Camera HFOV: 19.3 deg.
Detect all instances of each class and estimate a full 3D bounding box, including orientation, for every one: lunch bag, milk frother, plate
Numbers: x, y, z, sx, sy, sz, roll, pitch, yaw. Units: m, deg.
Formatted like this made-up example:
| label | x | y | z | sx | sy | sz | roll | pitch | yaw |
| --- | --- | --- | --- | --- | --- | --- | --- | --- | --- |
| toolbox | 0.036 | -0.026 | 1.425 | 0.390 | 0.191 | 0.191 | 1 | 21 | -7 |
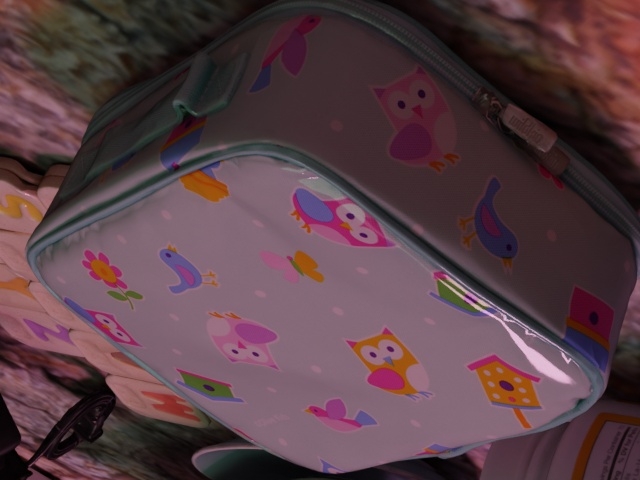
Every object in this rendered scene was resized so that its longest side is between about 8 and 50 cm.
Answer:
| label | x | y | z | sx | sy | sz | roll | pitch | yaw |
| --- | --- | --- | --- | --- | --- | --- | --- | --- | --- |
| lunch bag | 0.000 | 0.000 | 0.864 | 0.224 | 0.108 | 0.279 | 39 | 148 | -19 |
| milk frother | -0.231 | 0.104 | 1.276 | 0.129 | 0.143 | 0.134 | -29 | 89 | 33 |
| plate | 0.011 | 0.149 | 1.198 | 0.188 | 0.024 | 0.188 | 10 | 162 | 3 |

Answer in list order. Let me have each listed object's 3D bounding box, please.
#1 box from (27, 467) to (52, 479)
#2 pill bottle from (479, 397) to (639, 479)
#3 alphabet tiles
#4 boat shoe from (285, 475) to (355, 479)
| label | x | y | z | sx | sy | sz | roll | pitch | yaw |
| --- | --- | --- | --- | --- | --- | --- | --- | --- | --- |
| box | -0.346 | 0.311 | 1.607 | 0.168 | 0.215 | 0.345 | 34 | 153 | -21 |
| pill bottle | 0.194 | 0.147 | 0.969 | 0.215 | 0.117 | 0.117 | 7 | 149 | 31 |
| alphabet tiles | -0.112 | 0.042 | 1.133 | 0.278 | 0.021 | 0.284 | 8 | 150 | 28 |
| boat shoe | -0.001 | 0.251 | 1.200 | 0.156 | 0.187 | 0.500 | 16 | 167 | -28 |
